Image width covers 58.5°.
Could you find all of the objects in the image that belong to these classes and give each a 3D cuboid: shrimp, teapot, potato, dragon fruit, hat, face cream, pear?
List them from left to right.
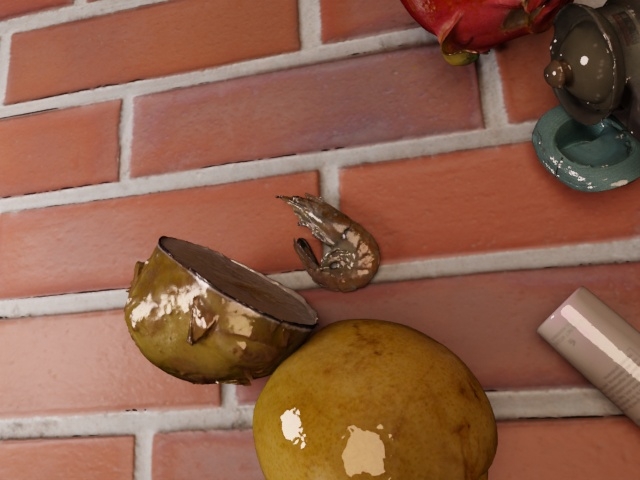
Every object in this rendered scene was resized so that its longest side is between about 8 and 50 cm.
[{"bbox_3d":[-0.156,0.139,0.877,0.300,0.247,0.196,27,97,37],"label":"potato"},{"bbox_3d":[0.000,0.000,0.978,0.223,0.047,0.126,38,96,18],"label":"shrimp"},{"bbox_3d":[0.072,0.255,0.756,0.315,0.314,0.314,-4,74,13],"label":"pear"},{"bbox_3d":[0.278,-0.407,0.889,0.306,0.305,0.225,-30,70,4],"label":"dragon fruit"},{"bbox_3d":[0.421,-0.133,0.897,0.138,0.077,0.190,-23,52,-2],"label":"hat"},{"bbox_3d":[0.474,-0.244,0.826,0.285,0.223,0.305,-17,83,1],"label":"teapot"},{"bbox_3d":[0.461,0.213,0.776,0.102,0.102,0.345,-44,70,-1],"label":"face cream"}]
